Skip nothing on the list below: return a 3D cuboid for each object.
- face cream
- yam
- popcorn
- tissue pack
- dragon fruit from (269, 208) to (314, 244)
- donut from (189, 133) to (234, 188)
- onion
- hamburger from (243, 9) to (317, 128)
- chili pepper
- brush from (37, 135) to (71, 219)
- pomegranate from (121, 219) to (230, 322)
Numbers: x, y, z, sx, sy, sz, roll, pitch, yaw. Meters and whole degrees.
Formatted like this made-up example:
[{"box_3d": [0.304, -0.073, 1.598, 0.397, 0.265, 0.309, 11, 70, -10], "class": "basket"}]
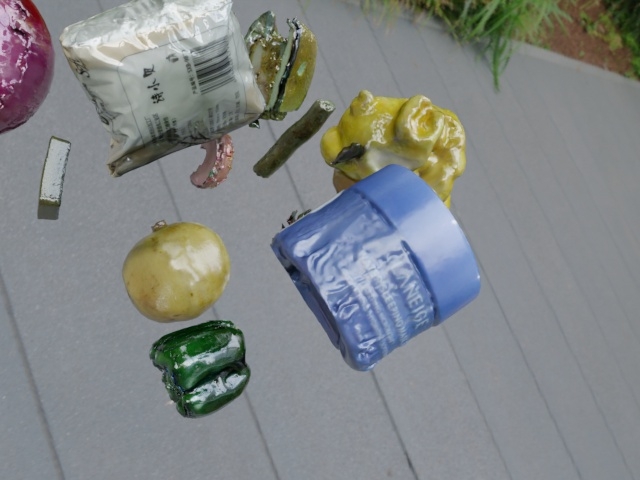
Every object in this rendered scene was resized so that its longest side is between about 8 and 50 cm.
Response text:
[{"box_3d": [0.077, 0.044, 0.900, 0.225, 0.249, 0.249, -33, 91, -8], "class": "face cream"}, {"box_3d": [-0.078, -0.292, 1.719, 0.067, 0.317, 0.071, 48, 28, -1], "class": "yam"}, {"box_3d": [0.147, -0.171, 1.238, 0.297, 0.316, 0.281, 16, 51, 9], "class": "popcorn"}, {"box_3d": [-0.303, -0.325, 1.229, 0.389, 0.376, 0.195, -26, 55, -16], "class": "tissue pack"}, {"box_3d": [-0.007, 0.002, 1.456, 0.182, 0.188, 0.183, 4, 84, -50], "class": "dragon fruit"}, {"box_3d": [-0.261, -0.198, 1.485, 0.065, 0.166, 0.117, 8, 20, -42], "class": "donut"}, {"box_3d": [-0.718, -0.380, 1.215, 0.359, 0.358, 0.345, 62, 10, 4], "class": "onion"}, {"box_3d": [-0.116, -0.419, 1.504, 0.167, 0.288, 0.192, 24, 15, 14], "class": "hamburger"}, {"box_3d": [-0.333, 0.348, 1.687, 0.256, 0.233, 0.249, -22, 125, -24], "class": "chili pepper"}, {"box_3d": [-0.691, -0.158, 1.540, 0.059, 0.123, 0.197, 10, 66, -27], "class": "brush"}, {"box_3d": [-0.445, 0.090, 1.840, 0.332, 0.332, 0.333, 26, 49, -34], "class": "pomegranate"}]
